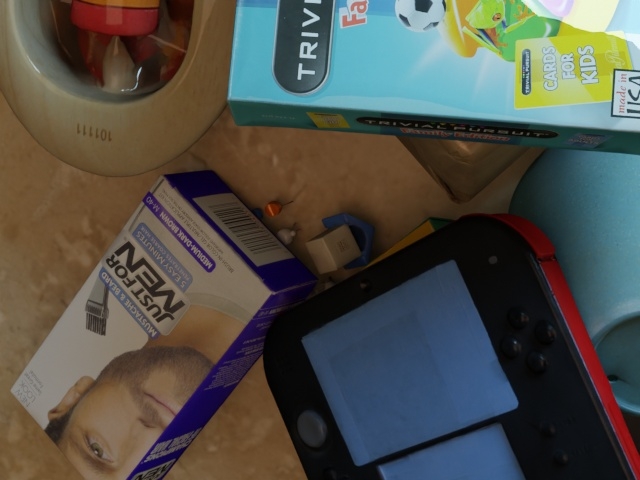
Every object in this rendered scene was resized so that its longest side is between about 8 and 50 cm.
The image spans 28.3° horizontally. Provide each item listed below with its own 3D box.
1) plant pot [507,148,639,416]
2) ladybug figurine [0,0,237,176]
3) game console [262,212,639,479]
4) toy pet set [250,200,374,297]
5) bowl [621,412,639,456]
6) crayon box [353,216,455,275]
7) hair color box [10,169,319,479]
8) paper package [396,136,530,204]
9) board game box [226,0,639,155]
[{"bbox_3d":[0.314,0.052,1.182,0.290,0.195,0.290,6,129,8],"label":"plant pot"},{"bbox_3d":[-0.186,-0.290,1.267,0.305,0.162,0.449,15,111,9],"label":"ladybug figurine"},{"bbox_3d":[0.114,0.181,1.203,0.386,0.060,0.342,-30,75,45],"label":"game console"},{"bbox_3d":[0.000,0.000,1.381,0.114,0.065,0.122,-16,102,55],"label":"toy pet set"},{"bbox_3d":[0.297,0.315,1.383,0.391,0.077,0.391,5,109,14],"label":"bowl"},{"bbox_3d":[0.133,0.135,1.306,0.165,0.081,0.278,-37,70,24],"label":"crayon box"},{"bbox_3d":[-0.179,0.107,1.402,0.185,0.110,0.339,45,115,17],"label":"hair color box"},{"bbox_3d":[0.140,-0.251,1.099,0.325,0.168,0.309,-41,82,-5],"label":"paper package"},{"bbox_3d":[0.109,-0.206,0.969,0.336,0.079,0.254,4,81,2],"label":"board game box"}]
